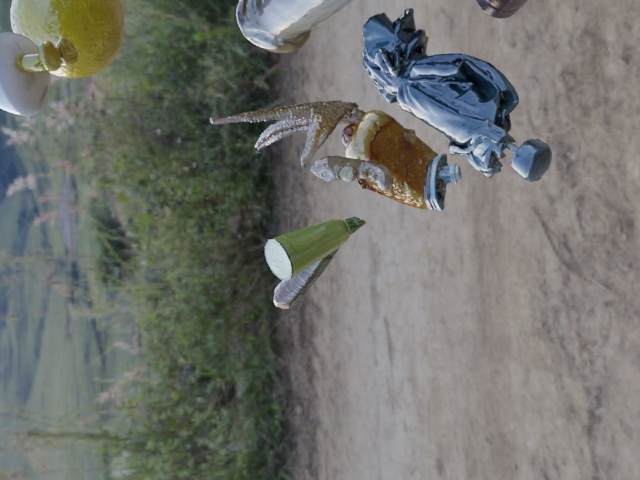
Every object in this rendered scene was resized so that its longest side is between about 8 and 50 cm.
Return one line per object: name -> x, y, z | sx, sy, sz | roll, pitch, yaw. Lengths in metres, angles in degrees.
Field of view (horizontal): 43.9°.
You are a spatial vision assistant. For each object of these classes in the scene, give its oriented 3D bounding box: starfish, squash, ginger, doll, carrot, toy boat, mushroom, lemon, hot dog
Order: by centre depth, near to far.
doll -> -0.438, -0.188, 0.981 | 0.138, 0.293, 0.119 | -42, -65, -68
mushroom -> 0.022, -0.403, 1.101 | 0.407, 0.137, 0.154 | -22, 82, 52
lemon -> -0.412, -0.357, 1.305 | 0.203, 0.178, 0.178 | 109, 154, -64
ginger -> 0.066, -0.132, 1.499 | 0.173, 0.069, 0.051 | 9, 114, 30
toy boat -> 0.236, -0.118, 1.522 | 0.059, 0.066, 0.140 | 61, -150, -41
squash -> 0.000, 0.000, 1.661 | 0.094, 0.224, 0.094 | 44, 148, 38
hot dog -> 0.147, -0.172, 1.702 | 0.153, 0.257, 0.150 | 19, 78, 58
starfish -> -0.007, -0.242, 1.767 | 0.398, 0.384, 0.132 | -34, -63, -72
carrot -> -0.036, 0.075, 1.874 | 0.260, 0.070, 0.070 | -52, 41, 42

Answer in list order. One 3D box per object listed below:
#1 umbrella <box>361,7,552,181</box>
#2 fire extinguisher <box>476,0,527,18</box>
umbrella -> 0.182, -0.190, 1.077 | 0.349, 0.094, 0.143 | 44, 162, 38
fire extinguisher -> 0.266, -0.368, 0.945 | 0.089, 0.072, 0.268 | 68, 162, 7
